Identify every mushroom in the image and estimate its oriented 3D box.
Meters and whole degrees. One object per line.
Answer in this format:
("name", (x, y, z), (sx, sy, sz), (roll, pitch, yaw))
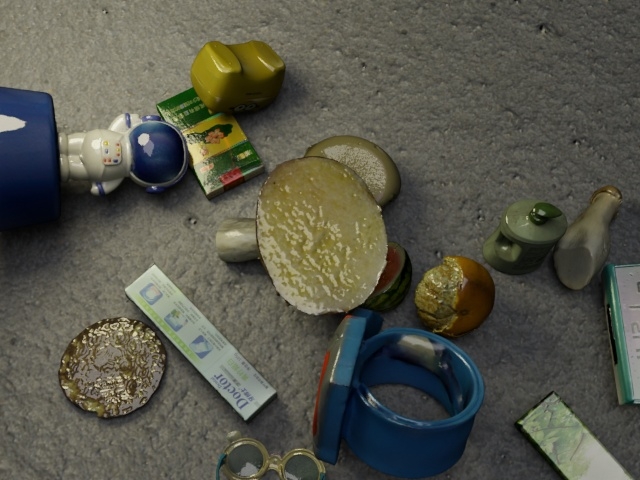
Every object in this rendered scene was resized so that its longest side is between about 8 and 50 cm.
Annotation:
("mushroom", (-0.088, -0.011, 1.602), (0.223, 0.092, 0.081), (-10, 113, -1))
("mushroom", (0.520, -0.006, 1.602), (0.093, 0.116, 0.225), (42, 54, -2))

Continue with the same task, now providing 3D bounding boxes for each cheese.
("cheese", (0.055, -0.124, 1.641), (0.202, 0.091, 0.175), (43, 75, 15))

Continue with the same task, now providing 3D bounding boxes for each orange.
("orange", (0.243, 0.101, 1.535), (0.157, 0.134, 0.156), (-3, 113, -8))

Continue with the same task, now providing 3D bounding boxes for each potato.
("potato", (0.000, 0.000, 1.519), (0.239, 0.116, 0.299), (-12, 76, -8))

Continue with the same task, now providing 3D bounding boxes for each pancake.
("pancake", (-0.383, 0.234, 1.540), (0.199, 0.021, 0.199), (0, 70, -1))

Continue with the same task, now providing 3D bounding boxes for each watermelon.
("watermelon", (0.138, 0.065, 1.565), (0.087, 0.069, 0.163), (27, 54, -6))

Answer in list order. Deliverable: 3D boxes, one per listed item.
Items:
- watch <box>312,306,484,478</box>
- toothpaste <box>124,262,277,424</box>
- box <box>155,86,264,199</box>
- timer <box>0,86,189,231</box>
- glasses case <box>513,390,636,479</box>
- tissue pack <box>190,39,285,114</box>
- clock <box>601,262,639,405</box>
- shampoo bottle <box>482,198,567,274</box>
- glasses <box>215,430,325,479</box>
("watch", (0.137, 0.254, 1.451), (0.275, 0.241, 0.305), (14, 37, 7))
("toothpaste", (-0.222, 0.190, 1.534), (0.081, 0.067, 0.336), (-42, 76, -15))
("box", (-0.226, -0.208, 1.698), (0.132, 0.034, 0.235), (-28, 72, -11))
("timer", (-0.443, -0.163, 1.588), (0.384, 0.270, 0.270), (-5, 69, -17))
("glasses case", (0.468, 0.399, 1.467), (0.095, 0.062, 0.272), (-38, 74, -7))
("tissue pack", (-0.169, -0.325, 1.675), (0.178, 0.127, 0.123), (-13, 57, -43))
("clock", (0.644, 0.175, 1.533), (0.231, 0.116, 0.262), (-3, 69, 4))
("shampoo bottle", (0.378, -0.014, 1.526), (0.118, 0.234, 0.087), (10, 70, 3))
("glasses", (-0.093, 0.421, 1.392), (0.190, 0.220, 0.088), (10, 107, 4))
